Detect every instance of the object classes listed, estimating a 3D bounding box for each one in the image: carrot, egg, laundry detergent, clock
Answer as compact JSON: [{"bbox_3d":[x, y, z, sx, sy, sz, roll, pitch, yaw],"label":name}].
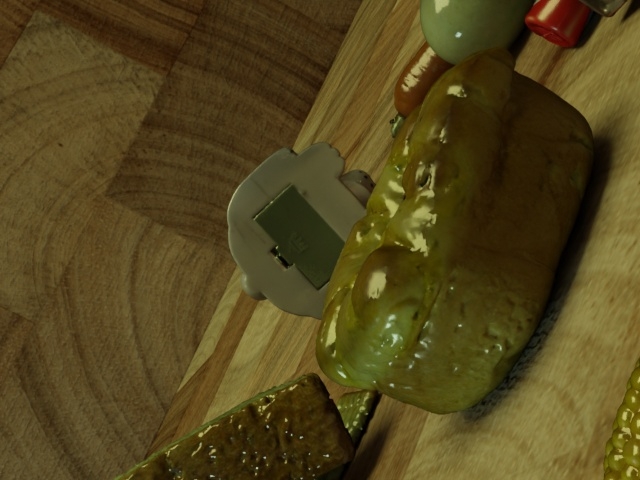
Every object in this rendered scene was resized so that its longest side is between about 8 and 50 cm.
[{"bbox_3d":[0.173,-0.257,1.706,0.336,0.069,0.069,-58,8,15],"label":"carrot"},{"bbox_3d":[0.164,-0.251,1.535,0.152,0.114,0.114,-62,7,-19],"label":"egg"},{"bbox_3d":[0.239,-0.249,1.282,0.165,0.049,0.097,-59,4,4],"label":"laundry detergent"},{"bbox_3d":[0.002,-0.002,1.667,0.189,0.188,0.254,-62,-8,2],"label":"clock"}]

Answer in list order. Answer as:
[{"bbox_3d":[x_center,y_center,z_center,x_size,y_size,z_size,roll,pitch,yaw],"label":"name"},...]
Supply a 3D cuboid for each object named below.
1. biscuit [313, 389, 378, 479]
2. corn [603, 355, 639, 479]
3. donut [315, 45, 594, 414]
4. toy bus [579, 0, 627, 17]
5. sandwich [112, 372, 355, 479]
[{"bbox_3d":[-0.011,0.241,1.357,0.231,0.016,0.139,-64,6,-12],"label":"biscuit"},{"bbox_3d":[0.185,0.006,0.557,0.260,0.091,0.091,-63,4,4],"label":"corn"},{"bbox_3d":[0.094,-0.002,1.056,0.261,0.128,0.208,-65,7,-22],"label":"donut"},{"bbox_3d":[0.249,-0.255,1.058,0.112,0.090,0.274,-57,5,-15],"label":"toy bus"},{"bbox_3d":[-0.101,0.219,1.333,0.288,0.100,0.254,-31,-10,2],"label":"sandwich"}]
